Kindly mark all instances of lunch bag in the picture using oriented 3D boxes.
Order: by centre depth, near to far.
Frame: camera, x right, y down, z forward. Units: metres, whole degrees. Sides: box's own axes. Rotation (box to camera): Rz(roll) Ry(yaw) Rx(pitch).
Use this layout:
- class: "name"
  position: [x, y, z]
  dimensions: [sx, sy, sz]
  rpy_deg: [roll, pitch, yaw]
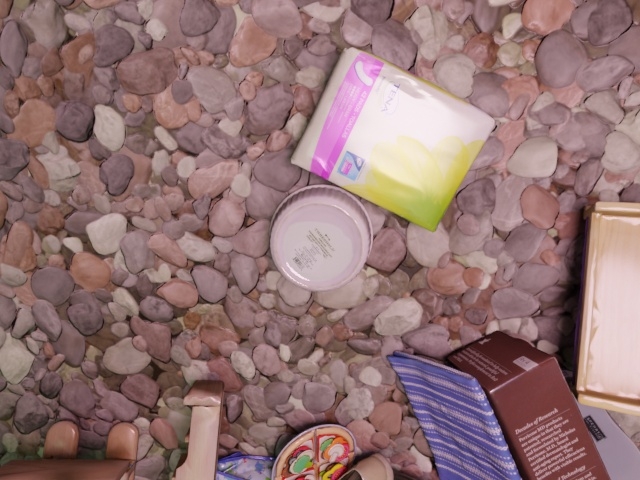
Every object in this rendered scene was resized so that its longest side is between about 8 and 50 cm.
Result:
- class: "lunch bag"
  position: [-0.180, 0.560, 0.951]
  dimensions: [0.151, 0.096, 0.128]
  rpy_deg: [7, 103, -9]

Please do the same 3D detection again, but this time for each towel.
- class: "towel"
  position: [0.267, 0.384, 0.826]
  dimensions: [0.040, 0.243, 0.336]
  rpy_deg: [-30, 101, -25]

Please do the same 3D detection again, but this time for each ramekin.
- class: "ramekin"
  position: [0.000, 0.000, 0.805]
  dimensions: [0.207, 0.109, 0.207]
  rpy_deg: [1, 103, 2]

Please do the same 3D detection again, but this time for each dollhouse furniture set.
- class: "dollhouse furniture set"
  position: [-0.398, 0.409, 0.807]
  dimensions: [0.394, 0.362, 0.256]
  rpy_deg: [5, 80, -9]

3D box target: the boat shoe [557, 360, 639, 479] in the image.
- class: "boat shoe"
  position: [0.548, 0.386, 0.871]
  dimensions: [0.113, 0.105, 0.306]
  rpy_deg: [-37, 92, 14]

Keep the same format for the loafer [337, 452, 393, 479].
- class: "loafer"
  position: [0.049, 0.568, 0.907]
  dimensions: [0.092, 0.102, 0.268]
  rpy_deg: [22, 102, -39]

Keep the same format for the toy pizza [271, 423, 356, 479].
- class: "toy pizza"
  position: [-0.007, 0.490, 0.916]
  dimensions: [0.201, 0.032, 0.201]
  rpy_deg: [-8, 111, -22]

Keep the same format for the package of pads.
- class: "package of pads"
  position: [0.128, -0.182, 0.762]
  dimensions: [0.297, 0.101, 0.229]
  rpy_deg: [26, 104, -4]

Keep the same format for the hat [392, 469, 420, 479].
- class: "hat"
  position: [0.191, 0.667, 0.886]
  dimensions: [0.331, 0.134, 0.331]
  rpy_deg: [6, 103, 26]

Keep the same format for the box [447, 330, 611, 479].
- class: "box"
  position: [0.408, 0.385, 0.801]
  dimensions: [0.143, 0.191, 0.381]
  rpy_deg: [-25, 93, -4]

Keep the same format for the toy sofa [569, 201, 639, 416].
- class: "toy sofa"
  position: [0.546, 0.117, 0.758]
  dimensions: [0.150, 0.177, 0.362]
  rpy_deg: [5, 87, 24]
